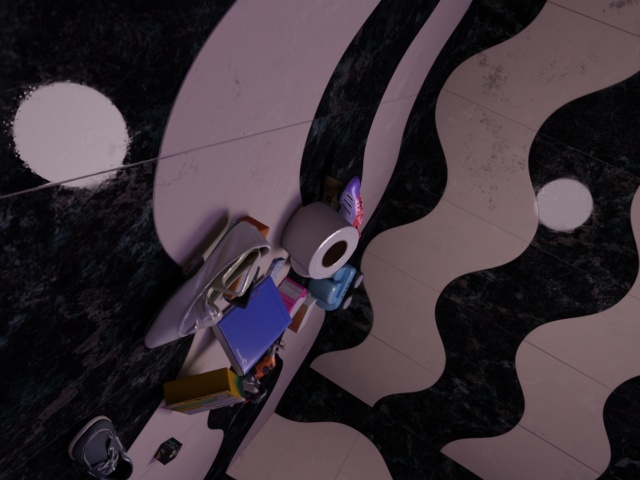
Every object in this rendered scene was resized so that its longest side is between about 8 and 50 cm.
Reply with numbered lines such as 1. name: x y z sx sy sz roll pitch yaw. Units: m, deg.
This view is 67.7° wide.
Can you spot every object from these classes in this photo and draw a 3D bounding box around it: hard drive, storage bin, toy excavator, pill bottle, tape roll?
1. hard drive: -0.233 0.293 1.697 0.318 0.040 0.210 -44 115 -51
2. storage bin: -0.239 0.137 1.530 0.091 0.098 0.135 -59 172 -55
3. toy excavator: 0.045 0.180 2.463 0.445 0.222 0.433 -10 128 -62
4. pill bottle: -0.026 0.088 2.066 0.152 0.152 0.272 -60 167 0
5. tape roll: 0.000 0.000 1.781 0.246 0.169 0.246 -31 146 -24

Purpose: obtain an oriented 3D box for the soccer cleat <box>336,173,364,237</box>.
1. soccer cleat: 0.128 -0.126 1.854 0.108 0.116 0.318 -41 157 -30

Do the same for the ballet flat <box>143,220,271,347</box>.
1. ballet flat: -0.269 0.124 1.192 0.400 0.139 0.139 -52 165 -19

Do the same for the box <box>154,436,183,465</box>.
1. box: -0.561 0.778 1.762 0.062 0.052 0.083 -61 168 1

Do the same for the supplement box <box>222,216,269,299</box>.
1. supplement box: -0.233 0.051 1.383 0.233 0.078 0.080 -64 169 17

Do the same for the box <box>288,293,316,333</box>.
1. box: -0.118 0.333 2.288 0.091 0.130 0.170 -36 152 -62

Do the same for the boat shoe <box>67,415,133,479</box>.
1. boat shoe: -0.546 0.545 1.220 0.116 0.099 0.319 -50 163 -36

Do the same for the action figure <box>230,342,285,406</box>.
1. action figure: -0.322 0.613 2.200 0.330 0.178 0.341 -47 -170 -24

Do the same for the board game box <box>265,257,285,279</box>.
1. board game box: -0.176 0.112 1.845 0.090 0.020 0.090 -63 167 9

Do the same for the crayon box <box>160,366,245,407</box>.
1. crayon box: -0.372 0.489 1.541 0.203 0.083 0.323 -13 157 -5

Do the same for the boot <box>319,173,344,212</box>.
1. boot: 0.025 -0.144 1.903 0.203 0.095 0.262 -58 169 -3

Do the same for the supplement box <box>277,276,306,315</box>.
1. supplement box: -0.165 0.286 2.058 0.220 0.114 0.111 -52 164 -26

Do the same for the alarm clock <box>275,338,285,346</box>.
1. alarm clock: -0.222 0.362 1.827 0.064 0.192 0.129 -61 171 -48

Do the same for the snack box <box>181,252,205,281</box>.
1. snack box: -0.327 0.105 1.267 0.064 0.022 0.178 -52 165 -29
